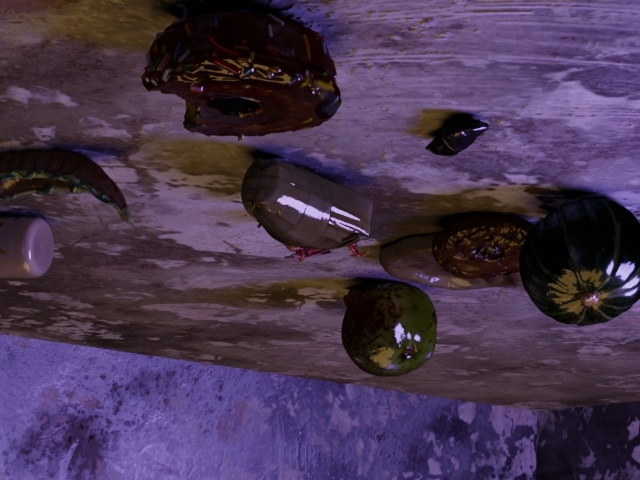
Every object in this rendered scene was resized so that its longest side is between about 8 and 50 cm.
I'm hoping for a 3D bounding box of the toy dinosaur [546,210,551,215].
[{"bbox_3d":[0.484,0.015,2.151,0.199,0.072,0.251,11,178,14],"label":"toy dinosaur"}]

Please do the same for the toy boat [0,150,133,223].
[{"bbox_3d":[-0.402,-0.086,1.918,0.293,0.099,0.108,6,169,22],"label":"toy boat"}]

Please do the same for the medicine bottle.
[{"bbox_3d":[-0.623,0.012,2.313,0.252,0.114,0.114,0,165,14],"label":"medicine bottle"}]

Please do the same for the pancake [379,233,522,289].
[{"bbox_3d":[0.253,0.046,2.361,0.294,0.049,0.294,5,166,1],"label":"pancake"}]

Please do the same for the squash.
[{"bbox_3d":[0.417,0.033,1.986,0.218,0.172,0.218,12,139,10],"label":"squash"}]

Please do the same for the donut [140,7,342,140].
[{"bbox_3d":[-0.084,-0.190,1.423,0.216,0.096,0.230,-5,163,23],"label":"donut"}]

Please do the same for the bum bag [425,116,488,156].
[{"bbox_3d":[0.181,-0.135,1.693,0.057,0.034,0.124,-8,169,-13],"label":"bum bag"}]

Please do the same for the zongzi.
[{"bbox_3d":[-0.077,-0.058,1.953,0.228,0.115,0.256,22,168,-41],"label":"zongzi"}]

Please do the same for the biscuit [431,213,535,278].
[{"bbox_3d":[0.286,0.014,2.157,0.192,0.049,0.192,5,150,3],"label":"biscuit"}]

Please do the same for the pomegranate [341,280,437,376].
[{"bbox_3d":[0.126,0.168,2.654,0.214,0.214,0.248,17,-162,-43],"label":"pomegranate"}]

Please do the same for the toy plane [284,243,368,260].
[{"bbox_3d":[0.005,-0.001,2.200,0.194,0.077,0.126,1,171,-23],"label":"toy plane"}]
